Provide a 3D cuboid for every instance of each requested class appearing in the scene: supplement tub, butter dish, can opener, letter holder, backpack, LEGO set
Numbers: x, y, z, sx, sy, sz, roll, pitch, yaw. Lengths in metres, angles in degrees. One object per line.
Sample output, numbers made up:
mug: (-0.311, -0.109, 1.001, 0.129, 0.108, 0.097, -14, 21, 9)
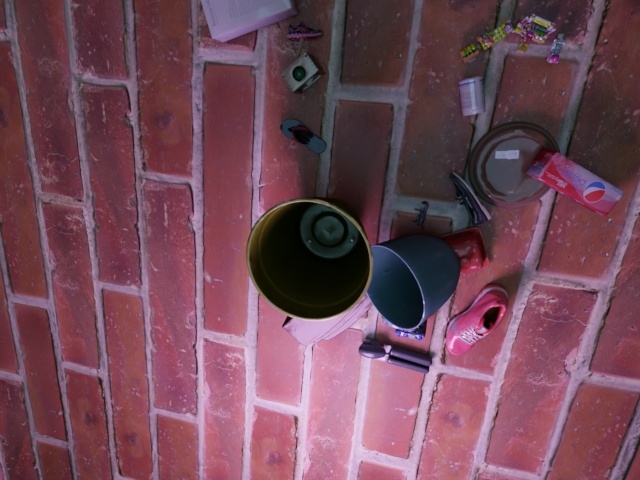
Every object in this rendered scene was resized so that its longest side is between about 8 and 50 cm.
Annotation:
supplement tub: (0.467, -0.444, 1.250, 0.071, 0.071, 0.107, -7, 105, 15)
butter dish: (0.485, 0.055, 1.378, 0.160, 0.118, 0.160, -16, 102, 17)
can opener: (0.284, 0.456, 1.562, 0.283, 0.095, 0.076, 15, 111, 8)
letter holder: (0.044, 0.273, 1.531, 0.214, 0.152, 0.302, 44, 111, -5)
backpack: (0.298, 0.277, 1.470, 0.173, 0.158, 0.117, 5, 101, 14)
LEGO set: (0.554, -0.583, 1.166, 0.286, 0.107, 0.132, 5, 108, 11)

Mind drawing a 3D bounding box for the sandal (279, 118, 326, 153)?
sandal: (-0.061, -0.364, 1.411, 0.179, 0.040, 0.067, 32, 111, 2)

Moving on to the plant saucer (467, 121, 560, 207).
plant saucer: (0.619, -0.236, 1.298, 0.277, 0.041, 0.278, 4, 108, 13)

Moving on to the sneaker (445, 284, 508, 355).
sneaker: (0.544, 0.297, 1.431, 0.115, 0.136, 0.314, 31, 111, 3)

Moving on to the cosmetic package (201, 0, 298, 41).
cosmetic package: (-0.258, -0.866, 1.268, 0.284, 0.097, 0.377, -11, 104, 14)

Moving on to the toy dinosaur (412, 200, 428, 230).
toy dinosaur: (0.355, -0.093, 1.414, 0.090, 0.047, 0.082, 32, 105, -34)

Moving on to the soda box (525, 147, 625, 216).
soda box: (0.769, -0.177, 1.228, 0.263, 0.083, 0.092, 25, 109, -10)

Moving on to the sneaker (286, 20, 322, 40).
sneaker: (-0.051, -0.680, 1.311, 0.119, 0.047, 0.057, 4, 97, 10)

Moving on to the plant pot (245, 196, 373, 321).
plant pot: (-0.001, 0.013, 1.300, 0.366, 0.353, 0.367, 3, 107, 11)

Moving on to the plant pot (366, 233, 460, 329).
plant pot: (0.313, 0.110, 1.344, 0.293, 0.235, 0.293, 40, 142, 40)

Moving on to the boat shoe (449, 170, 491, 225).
boat shoe: (0.481, -0.135, 1.343, 0.065, 0.075, 0.206, -37, 101, 17)

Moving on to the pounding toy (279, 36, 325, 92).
pounding toy: (-0.061, -0.553, 1.297, 0.130, 0.141, 0.100, -34, 97, 20)

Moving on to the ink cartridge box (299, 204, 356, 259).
ink cartridge box: (0.000, 0.000, 1.509, 0.223, 0.045, 0.224, -32, 98, 19)
